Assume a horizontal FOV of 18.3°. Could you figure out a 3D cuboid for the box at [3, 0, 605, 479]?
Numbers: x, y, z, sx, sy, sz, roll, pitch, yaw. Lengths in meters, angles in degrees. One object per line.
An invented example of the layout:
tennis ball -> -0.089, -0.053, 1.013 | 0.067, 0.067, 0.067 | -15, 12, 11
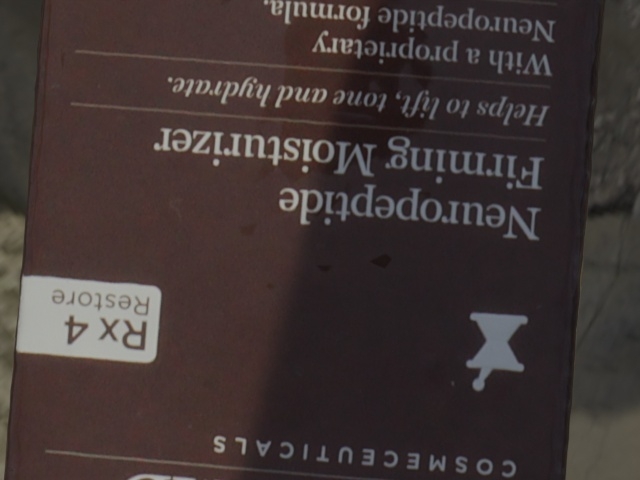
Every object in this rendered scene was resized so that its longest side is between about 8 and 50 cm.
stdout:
box -> 0.000, 0.000, 0.652 | 0.169, 0.167, 0.203 | 4, 89, 4
